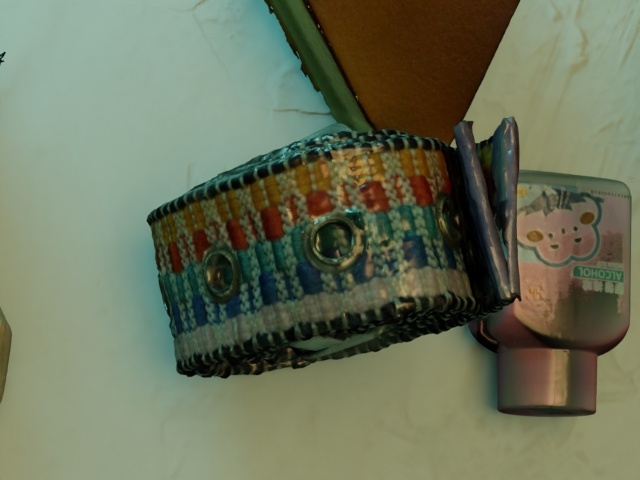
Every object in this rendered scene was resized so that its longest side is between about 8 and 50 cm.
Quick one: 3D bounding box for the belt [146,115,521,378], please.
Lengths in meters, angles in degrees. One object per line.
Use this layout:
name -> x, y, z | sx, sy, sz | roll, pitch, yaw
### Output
belt -> 0.000, 0.000, 1.339 | 0.207, 0.295, 0.160 | -5, 79, -31

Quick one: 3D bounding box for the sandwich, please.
sandwich -> 0.077, -0.171, 1.450 | 0.186, 0.108, 0.220 | -32, 116, -11

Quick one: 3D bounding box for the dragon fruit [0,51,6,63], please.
dragon fruit -> -0.335, -0.162, 1.333 | 0.182, 0.182, 0.188 | -30, 103, -19

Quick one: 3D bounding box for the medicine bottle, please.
medicine bottle -> 0.182, 0.045, 1.487 | 0.119, 0.094, 0.188 | 6, 79, -17

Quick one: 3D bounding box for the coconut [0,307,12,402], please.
coconut -> -0.282, 0.094, 1.335 | 0.110, 0.110, 0.124 | 16, 70, -14
